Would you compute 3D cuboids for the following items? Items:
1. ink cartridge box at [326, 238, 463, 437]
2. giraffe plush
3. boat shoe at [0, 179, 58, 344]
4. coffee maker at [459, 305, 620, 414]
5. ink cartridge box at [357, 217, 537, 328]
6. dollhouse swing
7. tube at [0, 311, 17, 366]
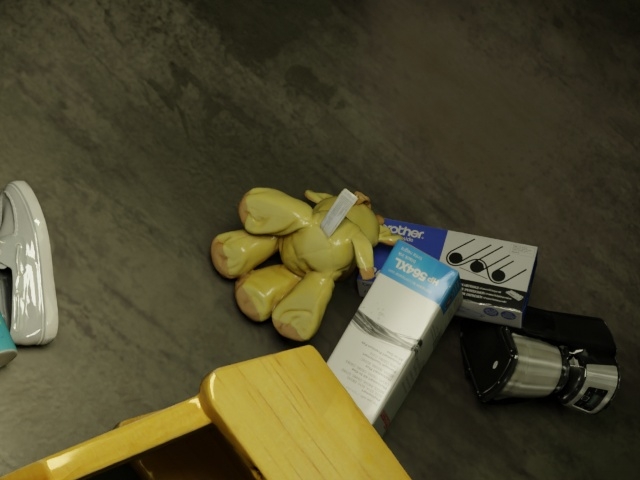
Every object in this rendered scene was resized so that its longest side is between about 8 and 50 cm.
[{"bbox_3d":[0.079,0.119,1.726,0.086,0.148,0.203,30,80,13],"label":"ink cartridge box"},{"bbox_3d":[0.000,0.000,1.783,0.181,0.210,0.170,56,25,4],"label":"giraffe plush"},{"bbox_3d":[-0.332,0.025,1.623,0.063,0.066,0.184,-4,82,-33],"label":"boat shoe"},{"bbox_3d":[0.280,0.131,1.911,0.178,0.120,0.171,12,64,-28],"label":"coffee maker"},{"bbox_3d":[0.157,0.039,1.851,0.207,0.046,0.097,10,59,13],"label":"ink cartridge box"},{"bbox_3d":[-0.127,0.284,1.470,0.305,0.347,0.315,-37,92,-27],"label":"dollhouse swing"},{"bbox_3d":[-0.387,0.041,1.588,0.080,0.052,0.207,-17,70,-38],"label":"tube"}]
